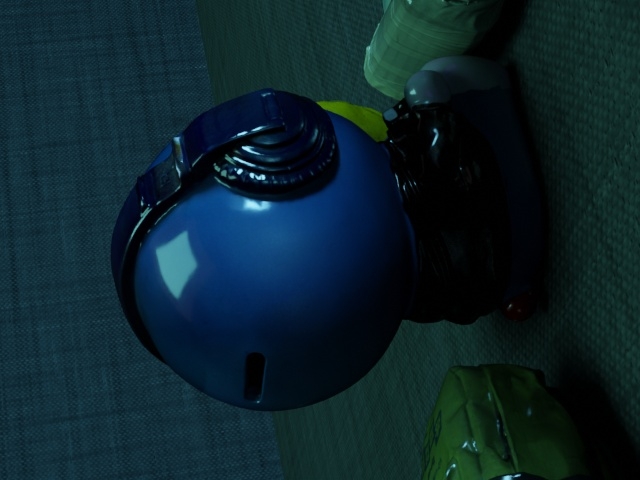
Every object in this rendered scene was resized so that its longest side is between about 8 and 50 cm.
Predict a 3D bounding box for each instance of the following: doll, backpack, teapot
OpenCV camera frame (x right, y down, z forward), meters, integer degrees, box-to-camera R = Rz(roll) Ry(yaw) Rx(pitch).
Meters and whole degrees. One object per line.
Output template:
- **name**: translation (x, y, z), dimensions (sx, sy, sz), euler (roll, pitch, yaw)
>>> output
- **doll**: translation (0.000, 0.000, 0.889), dimensions (0.284, 0.310, 0.240), euler (95, 162, -47)
- **backpack**: translation (0.136, 0.204, 0.782), dimensions (0.207, 0.140, 0.253), euler (94, 171, -45)
- **teapot**: translation (0.096, -0.187, 0.913), dimensions (0.200, 0.077, 0.107), euler (125, 167, -74)

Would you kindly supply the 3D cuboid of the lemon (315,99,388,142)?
- **lemon**: translation (0.018, -0.038, 1.162), dimensions (0.170, 0.170, 0.207), euler (-124, 28, -67)

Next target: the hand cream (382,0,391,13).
- **hand cream**: translation (0.068, -0.280, 1.051), dimensions (0.320, 0.067, 0.109), euler (135, 127, -82)
